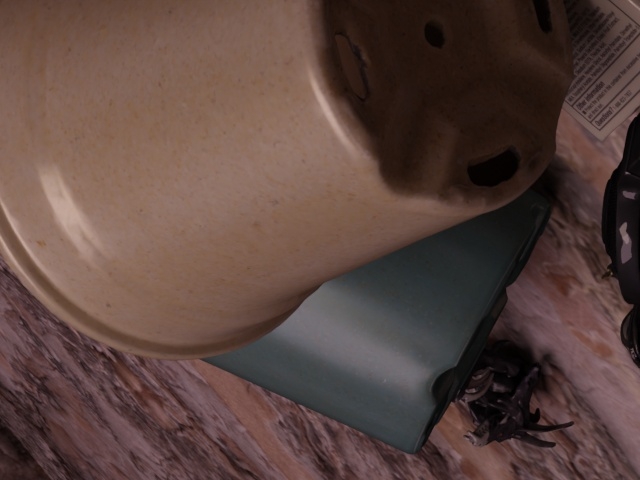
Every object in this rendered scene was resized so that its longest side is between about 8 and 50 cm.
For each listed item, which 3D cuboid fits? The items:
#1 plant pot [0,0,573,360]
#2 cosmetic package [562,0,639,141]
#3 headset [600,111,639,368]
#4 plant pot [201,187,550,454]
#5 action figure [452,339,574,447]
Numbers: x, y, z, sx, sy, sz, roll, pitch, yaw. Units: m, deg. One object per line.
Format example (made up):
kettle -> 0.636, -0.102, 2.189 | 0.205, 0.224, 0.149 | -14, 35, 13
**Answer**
plant pot -> -0.019, -0.102, 1.130 | 0.305, 0.334, 0.334 | -14, 120, 50
cosmetic package -> 0.142, -0.229, 1.174 | 0.296, 0.129, 0.153 | 41, 155, 1
headset -> 0.312, -0.017, 1.244 | 0.243, 0.185, 0.394 | 20, 148, -6
plant pot -> 0.000, 0.000, 1.519 | 0.334, 0.341, 0.341 | 28, 151, 8
action figure -> 0.114, 0.136, 1.738 | 0.275, 0.141, 0.164 | 41, 152, 11
